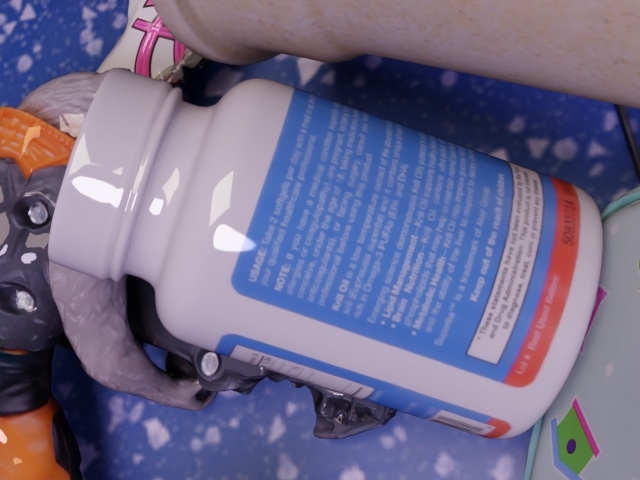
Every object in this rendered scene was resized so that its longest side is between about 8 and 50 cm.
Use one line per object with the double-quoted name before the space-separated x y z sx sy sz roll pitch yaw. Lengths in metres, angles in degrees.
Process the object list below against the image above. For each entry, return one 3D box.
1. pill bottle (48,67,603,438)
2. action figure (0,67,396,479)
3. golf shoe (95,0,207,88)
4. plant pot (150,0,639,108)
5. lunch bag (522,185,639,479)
"pill bottle" 0.000 0.000 0.483 0.221 0.124 0.124 19 81 -6
"action figure" -0.134 0.066 0.557 0.341 0.178 0.330 11 80 23
"golf shoe" -0.084 -0.148 0.643 0.086 0.067 0.186 43 99 -12
"plant pot" 0.134 -0.188 0.463 0.305 0.334 0.334 23 84 16
"lunch bag" 0.191 0.065 0.375 0.279 0.108 0.224 -15 57 65
